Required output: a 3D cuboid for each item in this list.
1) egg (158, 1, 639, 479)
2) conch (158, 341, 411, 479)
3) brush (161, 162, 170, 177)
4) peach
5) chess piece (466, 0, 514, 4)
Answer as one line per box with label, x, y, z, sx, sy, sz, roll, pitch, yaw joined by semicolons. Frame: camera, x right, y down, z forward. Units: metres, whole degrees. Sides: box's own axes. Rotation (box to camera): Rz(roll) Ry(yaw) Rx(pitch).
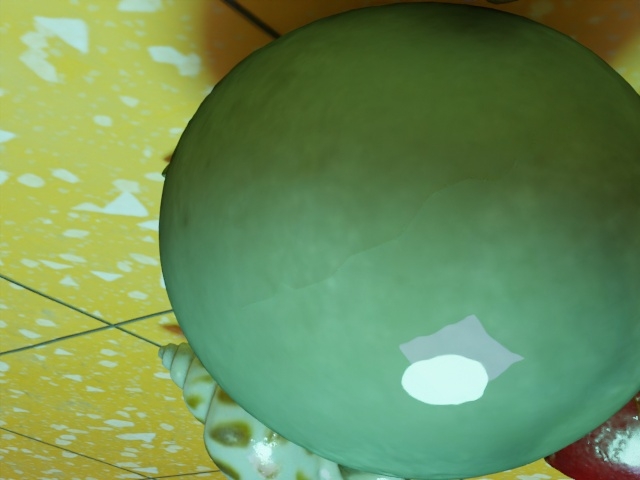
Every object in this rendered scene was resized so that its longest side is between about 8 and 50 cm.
egg;0.045;-0.001;0.613;0.258;0.258;0.352;17;169;-21
conch;-0.034;0.176;1.143;0.275;0.182;0.149;24;-179;-21
brush;0.000;0.000;0.891;0.282;0.048;0.054;24;152;-34
peach;0.272;0.132;0.935;0.197;0.197;0.197;5;154;3
chess piece;0.020;-0.162;0.390;0.117;0.117;0.397;-7;174;26
